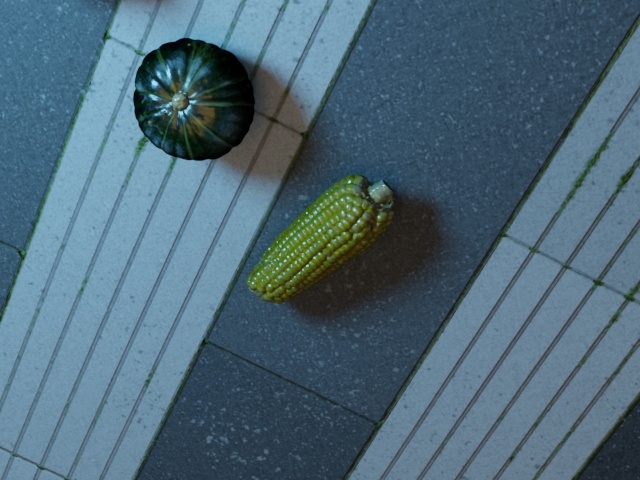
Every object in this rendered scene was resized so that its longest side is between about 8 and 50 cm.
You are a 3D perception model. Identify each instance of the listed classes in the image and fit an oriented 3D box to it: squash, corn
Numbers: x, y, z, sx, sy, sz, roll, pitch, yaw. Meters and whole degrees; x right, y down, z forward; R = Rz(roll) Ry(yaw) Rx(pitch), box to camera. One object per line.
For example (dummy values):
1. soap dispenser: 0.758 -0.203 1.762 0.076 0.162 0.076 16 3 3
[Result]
1. squash: -0.217 -0.242 1.728 0.218 0.172 0.218 5 113 13
2. corn: 0.000 0.000 1.834 0.347 0.130 0.130 -39 104 26
